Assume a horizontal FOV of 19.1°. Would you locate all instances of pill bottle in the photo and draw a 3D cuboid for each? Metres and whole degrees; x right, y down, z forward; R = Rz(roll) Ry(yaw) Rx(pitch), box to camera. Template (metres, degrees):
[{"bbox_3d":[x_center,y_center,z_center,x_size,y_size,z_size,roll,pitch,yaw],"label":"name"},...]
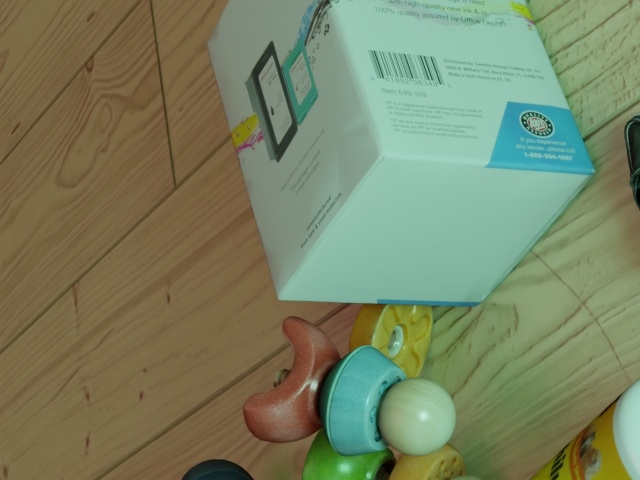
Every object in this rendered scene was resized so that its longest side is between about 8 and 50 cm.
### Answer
[{"bbox_3d":[0.224,0.169,1.308,0.215,0.117,0.117,-52,45,44],"label":"pill bottle"}]

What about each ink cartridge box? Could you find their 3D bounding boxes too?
[{"bbox_3d":[0.056,-0.112,1.547,0.197,0.198,0.270,-54,42,45],"label":"ink cartridge box"}]

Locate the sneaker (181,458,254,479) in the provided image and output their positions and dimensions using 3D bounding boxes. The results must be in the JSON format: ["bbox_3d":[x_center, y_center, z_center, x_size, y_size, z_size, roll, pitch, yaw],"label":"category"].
[{"bbox_3d":[-0.085,0.371,1.808,0.131,0.112,0.319,-168,74,-83],"label":"sneaker"}]

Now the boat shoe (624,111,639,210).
[{"bbox_3d":[0.245,-0.036,1.366,0.049,0.040,0.142,-54,44,44],"label":"boat shoe"}]

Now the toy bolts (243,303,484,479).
[{"bbox_3d":[0.071,0.132,1.532,0.158,0.228,0.218,14,74,31],"label":"toy bolts"}]
